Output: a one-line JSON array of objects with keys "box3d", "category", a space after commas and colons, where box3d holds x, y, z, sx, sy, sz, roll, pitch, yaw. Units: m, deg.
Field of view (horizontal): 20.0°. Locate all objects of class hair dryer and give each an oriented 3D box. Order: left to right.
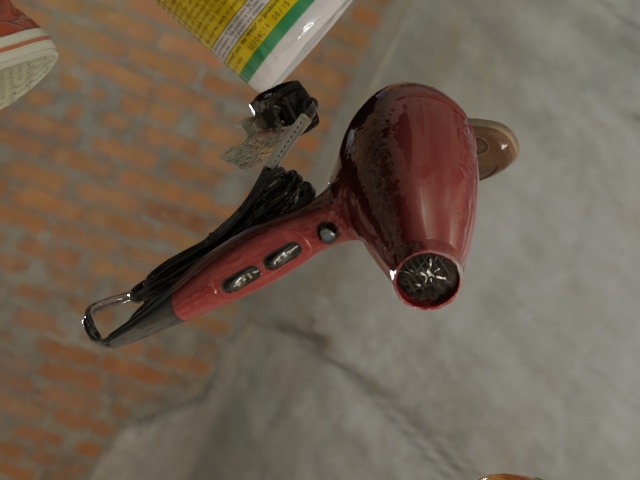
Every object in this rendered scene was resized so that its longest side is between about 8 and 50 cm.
[{"box3d": [0.000, 0.000, 1.050, 0.080, 0.223, 0.293, 44, 160, -25], "category": "hair dryer"}]

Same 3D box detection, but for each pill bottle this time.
[{"box3d": [-0.082, -0.217, 1.343, 0.208, 0.117, 0.117, 41, -165, -1], "category": "pill bottle"}]

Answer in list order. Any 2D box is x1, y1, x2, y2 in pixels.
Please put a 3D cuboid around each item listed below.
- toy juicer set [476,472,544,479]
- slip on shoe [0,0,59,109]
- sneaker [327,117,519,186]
[{"box3d": [0.047, 0.221, 0.531, 0.089, 0.329, 0.209, 7, 143, 23], "category": "toy juicer set"}, {"box3d": [-0.323, -0.135, 1.347, 0.101, 0.123, 0.331, 52, -152, 6], "category": "slip on shoe"}, {"box3d": [0.093, -0.060, 1.675, 0.066, 0.188, 0.071, 59, -142, -30], "category": "sneaker"}]
